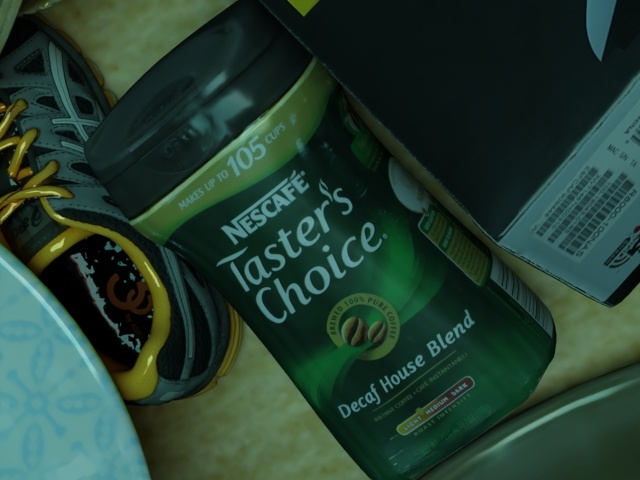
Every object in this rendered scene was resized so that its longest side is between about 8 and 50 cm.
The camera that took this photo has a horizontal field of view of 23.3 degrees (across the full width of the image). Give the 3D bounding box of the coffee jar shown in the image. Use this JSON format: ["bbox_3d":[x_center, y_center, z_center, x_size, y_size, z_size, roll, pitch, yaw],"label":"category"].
[{"bbox_3d":[0.000,0.000,0.598,0.096,0.079,0.184,-38,103,20],"label":"coffee jar"}]

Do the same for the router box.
[{"bbox_3d":[0.104,-0.172,0.508,0.309,0.081,0.243,-50,51,12],"label":"router box"}]

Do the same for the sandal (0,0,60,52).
[{"bbox_3d":[-0.092,-0.163,0.606,0.088,0.079,0.240,0,81,51],"label":"sandal"}]

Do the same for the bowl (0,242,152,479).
[{"bbox_3d":[-0.215,0.122,0.531,0.289,0.289,0.156,52,135,-2],"label":"bowl"}]

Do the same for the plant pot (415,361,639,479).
[{"bbox_3d":[0.162,0.236,0.537,0.323,0.323,0.280,-25,110,11],"label":"plant pot"}]

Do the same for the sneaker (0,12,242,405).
[{"bbox_3d":[-0.113,-0.021,0.625,0.084,0.083,0.215,-42,90,13],"label":"sneaker"}]
